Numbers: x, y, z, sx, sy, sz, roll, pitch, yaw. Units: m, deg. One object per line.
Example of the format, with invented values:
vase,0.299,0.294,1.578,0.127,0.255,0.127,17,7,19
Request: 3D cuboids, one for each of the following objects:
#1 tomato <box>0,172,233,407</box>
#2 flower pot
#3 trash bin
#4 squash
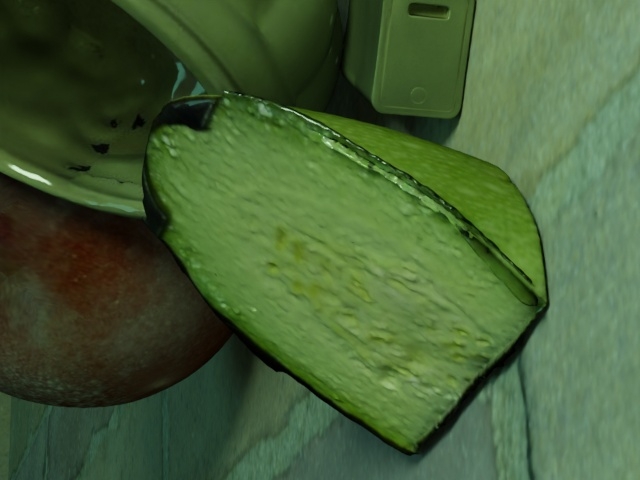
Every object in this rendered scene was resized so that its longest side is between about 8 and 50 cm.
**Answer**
tomato,-0.171,-0.021,1.172,0.227,0.270,0.270,-19,-62,-65
flower pot,-0.108,-0.179,0.948,0.244,0.307,0.307,-62,5,-24
trash bin,0.039,-0.096,0.851,0.092,0.043,0.061,-127,42,-73
squash,0.016,-0.013,0.791,0.085,0.184,0.192,-49,-5,-32
